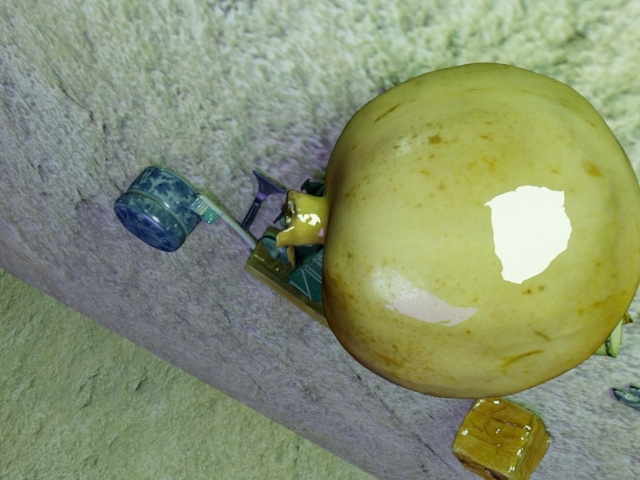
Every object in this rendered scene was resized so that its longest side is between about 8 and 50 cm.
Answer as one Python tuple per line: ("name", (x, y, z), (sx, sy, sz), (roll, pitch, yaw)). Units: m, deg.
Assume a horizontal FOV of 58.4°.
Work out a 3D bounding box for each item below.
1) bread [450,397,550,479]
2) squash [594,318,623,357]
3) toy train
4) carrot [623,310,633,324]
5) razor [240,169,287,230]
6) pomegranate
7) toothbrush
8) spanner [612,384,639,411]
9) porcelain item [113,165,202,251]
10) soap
("bread", (0.364, 0.412, 1.159), (0.148, 0.143, 0.158), (20, 152, 35))
("squash", (0.229, 0.058, 0.696), (0.246, 0.133, 0.133), (5, 143, 33))
("toy train", (0.000, 0.000, 0.873), (0.154, 0.115, 0.269), (40, 151, -6))
("carrot", (0.256, 0.065, 0.787), (0.314, 0.066, 0.066), (12, 147, 27))
("razor", (-0.115, -0.055, 0.986), (0.066, 0.033, 0.190), (35, 153, -5))
("pomegranate", (0.119, -0.004, 0.527), (0.319, 0.319, 0.319), (24, 152, 14))
("toothbrush", (-0.105, 0.046, 1.150), (0.418, 0.040, 0.042), (44, 166, -32))
("spanner", (0.581, 0.316, 0.913), (0.302, 0.018, 0.071), (39, 152, -12))
("porcelain item", (-0.306, -0.055, 1.093), (0.147, 0.114, 0.147), (24, 151, 15))
("soap", (-0.018, 0.081, 1.050), (0.252, 0.092, 0.037), (36, 150, -10))
